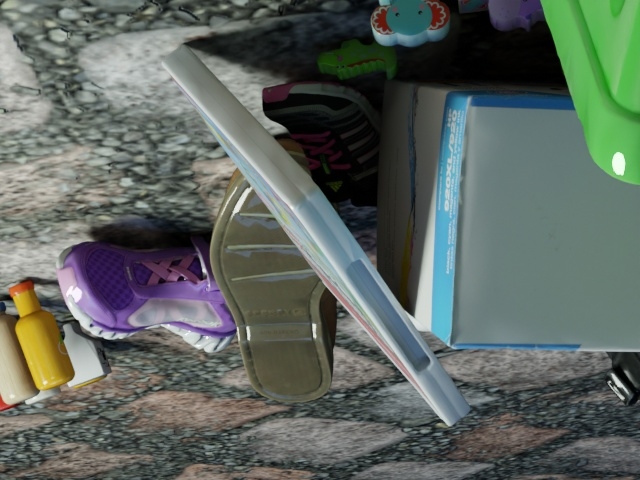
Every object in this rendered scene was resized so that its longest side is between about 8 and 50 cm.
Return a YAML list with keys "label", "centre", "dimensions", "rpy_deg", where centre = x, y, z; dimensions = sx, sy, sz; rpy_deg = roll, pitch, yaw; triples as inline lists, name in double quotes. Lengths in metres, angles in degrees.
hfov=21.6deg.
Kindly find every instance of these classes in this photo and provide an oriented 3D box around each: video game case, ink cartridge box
- label: "video game case"
  centre: [0.000, 0.000, 1.218]
  dimensions: [0.025, 0.204, 0.285]
  rpy_deg: [-39, 135, -3]
- label: "ink cartridge box"
  centre: [0.146, -0.026, 1.184]
  dimensions: [0.171, 0.168, 0.232]
  rpy_deg: [1, -172, -11]

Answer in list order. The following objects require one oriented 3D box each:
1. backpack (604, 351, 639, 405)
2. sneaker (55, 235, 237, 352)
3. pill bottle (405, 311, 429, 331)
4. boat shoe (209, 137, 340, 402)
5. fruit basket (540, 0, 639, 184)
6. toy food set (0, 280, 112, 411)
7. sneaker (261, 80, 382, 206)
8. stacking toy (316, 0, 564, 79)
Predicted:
- label: "backpack"
  centre: [0.353, -0.017, 1.170]
  dimensions: [0.273, 0.290, 0.356]
  rpy_deg: [-21, 131, -17]
- label: "sneaker"
  centre: [-0.134, 0.037, 1.531]
  dimensions: [0.104, 0.095, 0.236]
  rpy_deg: [-28, 155, 33]
- label: "pill bottle"
  centre: [0.199, 0.002, 1.408]
  dimensions: [0.264, 0.153, 0.153]
  rpy_deg: [1, 159, -15]
- label: "boat shoe"
  centre: [-0.036, 0.010, 1.456]
  dimensions: [0.110, 0.104, 0.307]
  rpy_deg: [4, 138, 0]
- label: "fruit basket"
  centre: [0.316, -0.082, 0.914]
  dimensions: [0.392, 0.283, 0.392]
  rpy_deg: [-1, 125, -2]
- label: "toy food set"
  centre: [-0.290, 0.106, 1.706]
  dimensions: [0.111, 0.105, 0.232]
  rpy_deg: [-21, 176, 4]
- label: "sneaker"
  centre: [0.011, -0.069, 1.276]
  dimensions: [0.063, 0.075, 0.170]
  rpy_deg: [-1, 165, 31]
- label: "stacking toy"
  centre: [0.097, -0.154, 1.119]
  dimensions: [0.221, 0.052, 0.167]
  rpy_deg: [-6, 159, 6]
